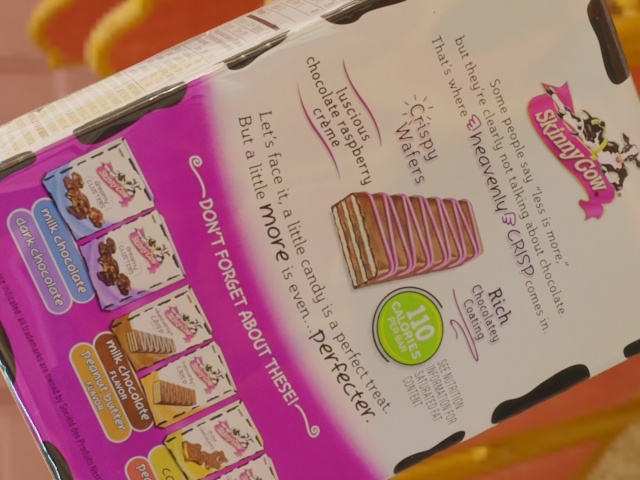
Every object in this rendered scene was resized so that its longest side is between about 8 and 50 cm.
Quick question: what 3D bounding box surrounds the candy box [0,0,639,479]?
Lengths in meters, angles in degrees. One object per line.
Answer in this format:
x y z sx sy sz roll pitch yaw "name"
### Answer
0.000 0.000 0.661 0.071 0.233 0.159 -136 23 -70 "candy box"
